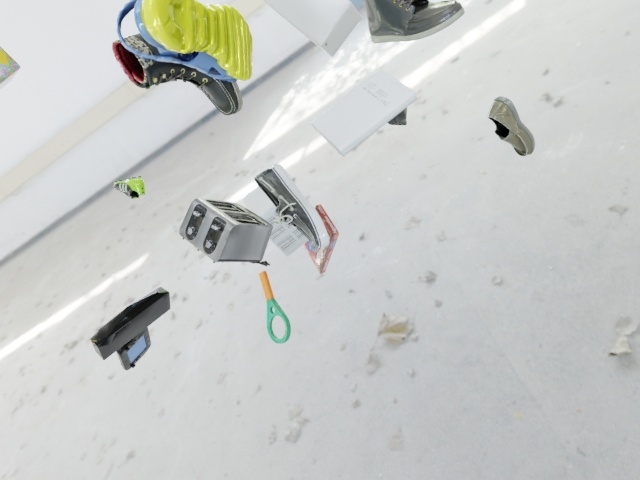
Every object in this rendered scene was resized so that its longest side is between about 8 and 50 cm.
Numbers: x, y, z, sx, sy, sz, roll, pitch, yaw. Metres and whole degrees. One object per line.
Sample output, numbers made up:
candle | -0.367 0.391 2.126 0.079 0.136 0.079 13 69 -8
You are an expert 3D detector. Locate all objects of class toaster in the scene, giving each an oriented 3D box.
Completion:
toaster | -0.225 -0.020 1.277 0.168 0.185 0.110 33 107 34

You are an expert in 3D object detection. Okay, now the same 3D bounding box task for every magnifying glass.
magnifying glass | -0.149 0.206 1.591 0.092 0.026 0.231 -31 69 39

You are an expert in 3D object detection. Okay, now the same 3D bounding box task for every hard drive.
hard drive | 0.141 -0.433 1.718 0.307 0.040 0.203 -38 51 -1

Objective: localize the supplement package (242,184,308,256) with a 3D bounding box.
supplement package | -0.147 -0.093 1.850 0.149 0.203 0.194 -38 38 5

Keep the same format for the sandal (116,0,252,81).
sandal | -0.228 -0.355 0.899 0.138 0.126 0.317 1 1 24

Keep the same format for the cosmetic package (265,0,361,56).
cosmetic package | -0.046 -0.908 1.981 0.197 0.365 0.155 -49 -13 14

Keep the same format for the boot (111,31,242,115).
boot | -0.277 -0.324 1.017 0.085 0.236 0.178 -18 24 44

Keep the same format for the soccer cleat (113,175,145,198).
soccer cleat | -0.664 -0.178 1.781 0.179 0.072 0.060 -1 13 45

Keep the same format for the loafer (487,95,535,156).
loafer | 0.616 -0.359 1.687 0.087 0.251 0.094 -48 30 -2

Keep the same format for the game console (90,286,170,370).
game console | -0.499 0.258 1.396 0.213 0.044 0.361 -40 -13 -29

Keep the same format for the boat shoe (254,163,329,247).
boat shoe | -0.091 -0.091 1.531 0.105 0.306 0.113 -30 -11 -18

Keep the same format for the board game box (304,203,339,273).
board game box | 0.000 0.000 1.991 0.027 0.281 0.145 -21 63 -24

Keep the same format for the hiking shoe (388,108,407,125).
hiking shoe | 0.258 -0.508 1.926 0.086 0.227 0.114 8 89 33

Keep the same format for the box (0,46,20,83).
box | -0.952 -0.484 1.292 0.177 0.290 0.279 -50 31 -19

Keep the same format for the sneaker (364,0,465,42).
sneaker | 0.161 -0.448 0.971 0.222 0.118 0.083 13 48 48
